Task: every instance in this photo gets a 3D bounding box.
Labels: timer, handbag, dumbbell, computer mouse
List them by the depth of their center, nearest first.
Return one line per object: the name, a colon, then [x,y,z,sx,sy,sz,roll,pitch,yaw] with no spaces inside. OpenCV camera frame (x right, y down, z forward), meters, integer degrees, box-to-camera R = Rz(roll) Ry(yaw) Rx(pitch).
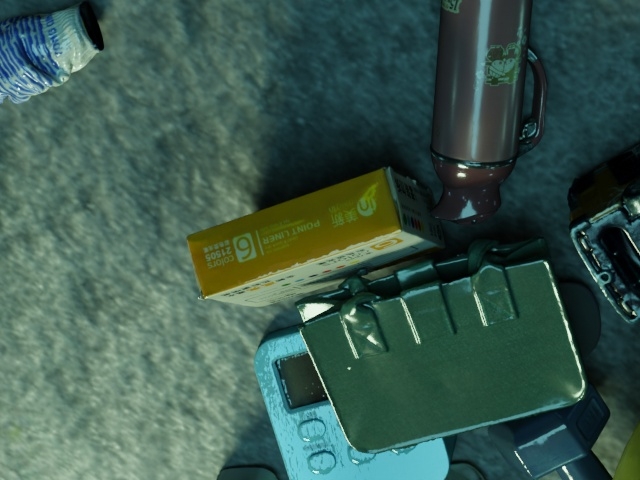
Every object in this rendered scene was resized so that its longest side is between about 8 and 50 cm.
handbag: [0.154,0.129,1.829,0.326,0.089,0.238,-14,122,11]
computer mouse: [0.248,0.115,1.908,0.232,0.057,0.120,-7,112,12]
dumbbell: [0.364,0.332,1.936,0.144,0.160,0.325,-39,106,-9]
timer: [0.043,0.224,1.975,0.232,0.091,0.250,-17,103,17]

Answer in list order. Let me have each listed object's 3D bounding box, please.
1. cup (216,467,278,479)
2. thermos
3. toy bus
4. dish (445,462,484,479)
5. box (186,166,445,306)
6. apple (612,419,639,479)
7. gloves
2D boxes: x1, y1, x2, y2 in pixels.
cup: [-0.110,0.405,2.061,0.095,0.129,0.128,-4,116,19]
thermos: [0.199,-0.177,1.771,0.109,0.136,0.330,19,119,32]
toy bus: [0.461,-0.060,1.721,0.323,0.194,0.162,-31,106,17]
dish: [0.157,0.419,2.009,0.246,0.078,0.224,43,102,8]
box: [0.000,0.000,1.810,0.274,0.221,0.091,-19,79,18]
apple: [0.572,0.333,1.729,0.474,0.473,0.473,4,114,8]
gloves: [-0.381,-0.233,1.852,0.229,0.097,0.119,-24,77,24]
